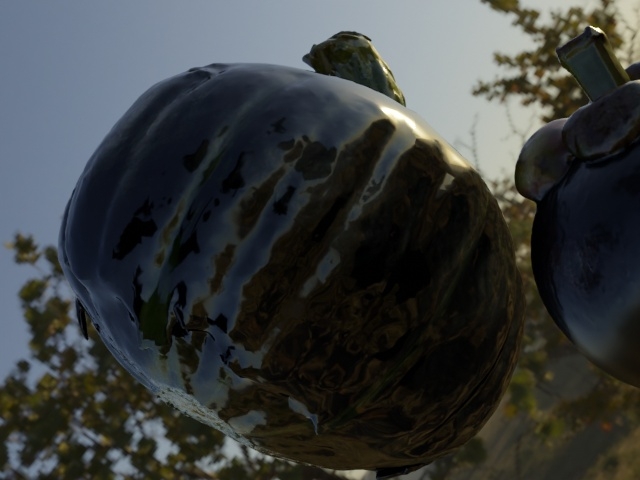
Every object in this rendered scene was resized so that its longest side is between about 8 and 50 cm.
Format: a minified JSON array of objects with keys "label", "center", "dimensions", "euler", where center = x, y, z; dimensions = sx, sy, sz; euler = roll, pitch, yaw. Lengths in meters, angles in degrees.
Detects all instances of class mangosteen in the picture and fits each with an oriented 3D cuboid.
[{"label":"mangosteen","center":[0.142,-0.019,0.437],"dimensions":[0.137,0.151,0.137],"euler":[-31,-2,-1]}]

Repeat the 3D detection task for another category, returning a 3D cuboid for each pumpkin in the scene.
[{"label":"pumpkin","center":[0.000,0.000,0.690],"dimensions":[0.295,0.296,0.296],"euler":[-54,-10,-15]}]
